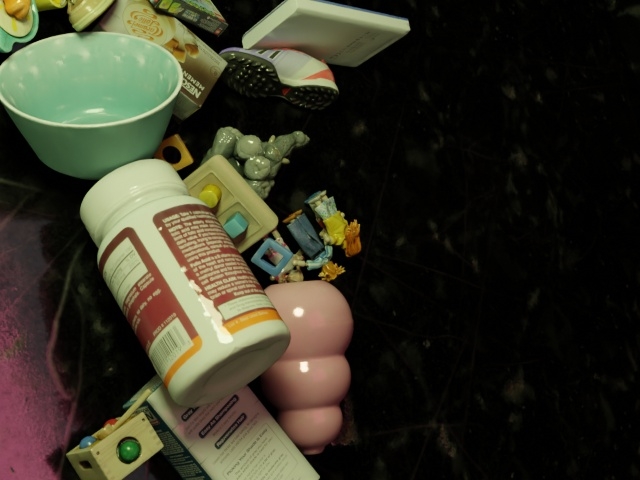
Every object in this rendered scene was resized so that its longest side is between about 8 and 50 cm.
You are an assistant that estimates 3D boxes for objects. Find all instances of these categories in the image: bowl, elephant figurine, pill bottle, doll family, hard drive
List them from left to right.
[{"bbox_3d":[-0.398,-0.223,1.485,0.312,0.163,0.311,4,42,-3],"label":"bowl"},{"bbox_3d":[-0.241,0.066,1.441,0.224,0.224,0.392,-16,63,-40],"label":"pill bottle"},{"bbox_3d":[-0.144,-0.147,1.720,0.239,0.186,0.169,-39,138,-75],"label":"elephant figurine"},{"bbox_3d":[0.000,0.000,1.790,0.263,0.118,0.163,-40,101,-39],"label":"doll family"},{"bbox_3d":[0.014,-0.466,1.899,0.319,0.210,0.040,0,76,-38],"label":"hard drive"}]

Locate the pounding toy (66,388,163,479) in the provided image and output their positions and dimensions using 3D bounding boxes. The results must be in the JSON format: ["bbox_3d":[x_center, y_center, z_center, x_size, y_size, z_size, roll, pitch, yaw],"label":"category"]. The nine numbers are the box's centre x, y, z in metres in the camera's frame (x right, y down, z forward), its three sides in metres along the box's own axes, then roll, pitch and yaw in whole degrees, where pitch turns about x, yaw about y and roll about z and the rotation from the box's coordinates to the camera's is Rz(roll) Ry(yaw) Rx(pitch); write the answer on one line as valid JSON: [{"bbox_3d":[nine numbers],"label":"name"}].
[{"bbox_3d":[-0.336,0.331,1.403,0.130,0.141,0.100,-34,97,-40],"label":"pounding toy"}]

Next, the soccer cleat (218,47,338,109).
[{"bbox_3d":[-0.101,-0.379,1.862,0.318,0.109,0.116,8,57,-37],"label":"soccer cleat"}]

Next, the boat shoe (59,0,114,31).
[{"bbox_3d":[-0.441,-0.492,1.583,0.089,0.105,0.285,46,23,-37],"label":"boat shoe"}]

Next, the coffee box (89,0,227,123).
[{"bbox_3d":[-0.327,-0.370,1.676,0.246,0.098,0.141,39,55,-21],"label":"coffee box"}]

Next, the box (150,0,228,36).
[{"bbox_3d":[-0.286,-0.493,1.716,0.114,0.036,0.207,55,21,21],"label":"box"}]

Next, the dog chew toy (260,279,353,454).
[{"bbox_3d":[-0.032,0.247,1.641,0.207,0.207,0.331,-1,84,-38],"label":"dog chew toy"}]

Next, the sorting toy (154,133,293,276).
[{"bbox_3d":[-0.210,-0.041,1.605,0.347,0.196,0.047,48,20,-14],"label":"sorting toy"}]

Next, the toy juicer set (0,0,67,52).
[{"bbox_3d":[-0.556,-0.432,1.434,0.329,0.090,0.209,-74,146,-48],"label":"toy juicer set"}]

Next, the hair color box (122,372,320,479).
[{"bbox_3d":[-0.176,0.370,1.537,0.347,0.105,0.174,54,50,-10],"label":"hair color box"}]
